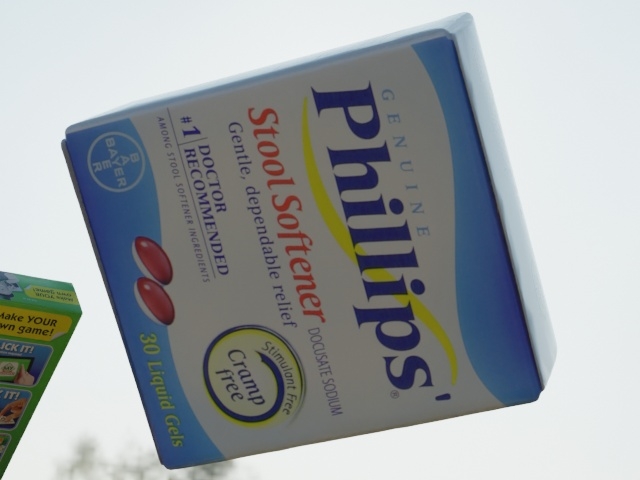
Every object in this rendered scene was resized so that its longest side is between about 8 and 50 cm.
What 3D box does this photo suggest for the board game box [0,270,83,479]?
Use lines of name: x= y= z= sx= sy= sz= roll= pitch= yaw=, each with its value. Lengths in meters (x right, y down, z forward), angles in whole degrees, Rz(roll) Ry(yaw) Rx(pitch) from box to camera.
board game box: x=-0.376 y=0.102 z=1.184 sx=0.317 sy=0.046 sz=0.213 roll=12 pitch=-59 yaw=-32

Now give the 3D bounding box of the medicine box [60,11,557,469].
medicine box: x=0.000 y=0.000 z=1.085 sx=0.289 sy=0.264 sz=0.149 roll=-13 pitch=9 yaw=16
